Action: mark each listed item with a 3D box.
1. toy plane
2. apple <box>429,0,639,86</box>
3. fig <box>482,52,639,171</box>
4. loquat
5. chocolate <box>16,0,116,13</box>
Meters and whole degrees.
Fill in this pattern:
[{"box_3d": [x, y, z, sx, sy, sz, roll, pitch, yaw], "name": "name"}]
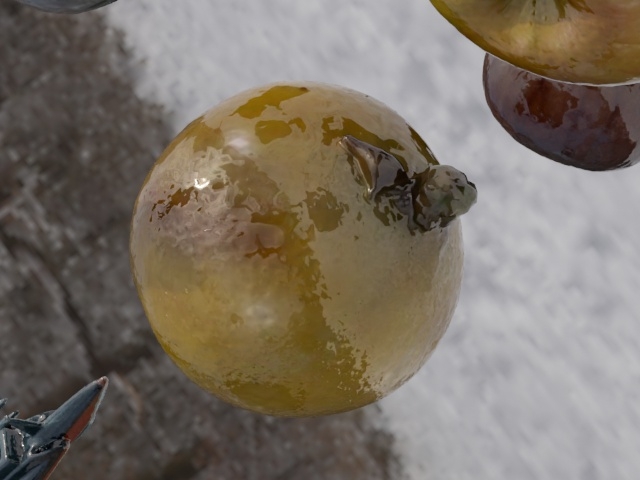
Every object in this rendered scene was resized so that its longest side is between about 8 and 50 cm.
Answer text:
[{"box_3d": [-0.329, 0.238, 1.851, 0.104, 0.326, 0.223, 12, -135, -32], "name": "toy plane"}, {"box_3d": [0.187, -0.238, 1.176, 0.286, 0.233, 0.286, 34, 157, 17], "name": "apple"}, {"box_3d": [0.303, -0.189, 1.931, 0.235, 0.214, 0.235, 32, -163, -11], "name": "fig"}, {"box_3d": [0.000, 0.000, 1.622, 0.328, 0.359, 0.328, 25, -126, -41], "name": "loquat"}, {"box_3d": [-0.215, -0.203, 1.107, 0.248, 0.110, 0.110, 8, 156, 19], "name": "chocolate"}]
